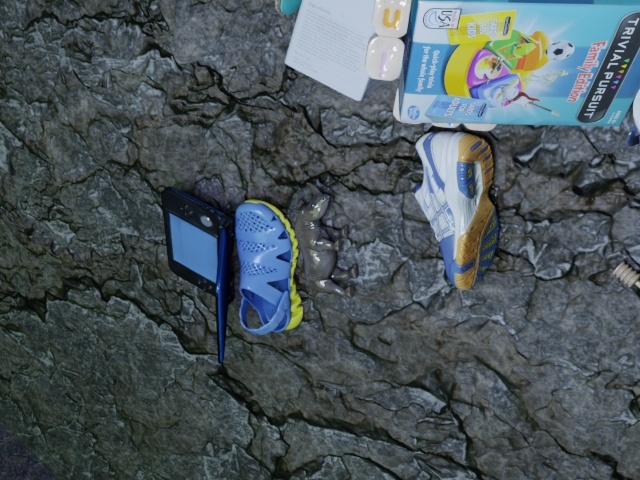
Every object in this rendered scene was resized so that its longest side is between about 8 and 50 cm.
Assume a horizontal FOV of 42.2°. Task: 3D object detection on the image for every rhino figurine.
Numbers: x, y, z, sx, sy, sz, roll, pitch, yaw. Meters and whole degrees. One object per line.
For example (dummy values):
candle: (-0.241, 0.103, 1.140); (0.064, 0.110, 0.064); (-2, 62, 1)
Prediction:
rhino figurine: (0.000, 0.000, 1.647); (0.106, 0.073, 0.243); (-2, 113, 28)

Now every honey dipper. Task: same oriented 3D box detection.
honey dipper: (0.557, 0.097, 1.373); (0.161, 0.030, 0.030); (44, 130, 20)

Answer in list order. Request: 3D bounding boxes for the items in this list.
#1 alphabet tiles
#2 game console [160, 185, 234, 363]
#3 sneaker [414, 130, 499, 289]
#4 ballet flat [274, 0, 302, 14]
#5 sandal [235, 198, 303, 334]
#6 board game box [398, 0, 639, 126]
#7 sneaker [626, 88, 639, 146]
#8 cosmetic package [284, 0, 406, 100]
alphabet tiles: (0.215, -0.302, 1.264); (0.284, 0.021, 0.277); (5, 123, -4)
game console: (-0.265, 0.075, 1.736); (0.250, 0.173, 0.293); (27, 143, 16)
sneaker: (0.235, -0.058, 1.472); (0.131, 0.112, 0.296); (20, 124, 42)
ballet flat: (-0.026, -0.491, 1.397); (0.079, 0.077, 0.221); (50, 127, 21)
sandal: (-0.118, 0.069, 1.716); (0.126, 0.138, 0.317); (2, 115, 32)
board game box: (0.289, -0.266, 1.163); (0.336, 0.079, 0.253); (1, 152, 0)
sneaker: (0.576, -0.218, 1.166); (0.322, 0.236, 0.130); (-51, 49, 1)
cosmetic package: (0.059, -0.359, 1.361); (0.152, 0.151, 0.183); (30, 128, 12)
